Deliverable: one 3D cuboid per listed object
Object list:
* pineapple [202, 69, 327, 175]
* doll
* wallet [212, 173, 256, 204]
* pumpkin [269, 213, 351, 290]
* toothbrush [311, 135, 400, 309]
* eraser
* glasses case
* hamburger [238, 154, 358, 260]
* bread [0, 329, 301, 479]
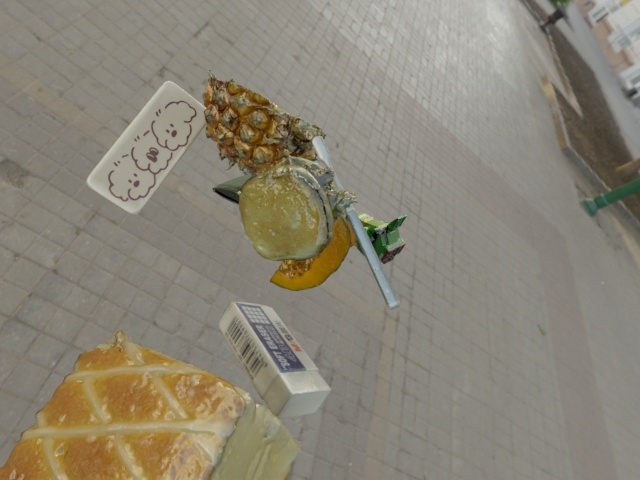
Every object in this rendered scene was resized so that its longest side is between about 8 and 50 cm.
[{"bbox_3d":[-0.129,-0.219,1.005,0.344,0.209,0.286,20,13,-46],"label":"pineapple"},{"bbox_3d":[0.135,-0.018,1.086,0.106,0.186,0.135,-23,120,-40],"label":"doll"},{"bbox_3d":[-0.205,-0.181,1.321,0.236,0.160,0.055,-28,127,-38],"label":"wallet"},{"bbox_3d":[0.005,0.000,0.904,0.111,0.279,0.163,32,36,-2],"label":"pumpkin"},{"bbox_3d":[0.063,-0.031,0.748,0.343,0.025,0.030,65,8,1],"label":"toothbrush"},{"bbox_3d":[-0.108,0.251,0.901,0.124,0.081,0.279,18,20,-47],"label":"eraser"},{"bbox_3d":[-0.430,-0.233,1.048,0.144,0.076,0.337,36,77,-20],"label":"glasses case"},{"bbox_3d":[-0.030,-0.053,0.641,0.131,0.184,0.159,-39,122,-63],"label":"hamburger"},{"bbox_3d":[-0.288,0.398,0.695,0.371,0.389,0.279,-63,151,-32],"label":"bread"}]
